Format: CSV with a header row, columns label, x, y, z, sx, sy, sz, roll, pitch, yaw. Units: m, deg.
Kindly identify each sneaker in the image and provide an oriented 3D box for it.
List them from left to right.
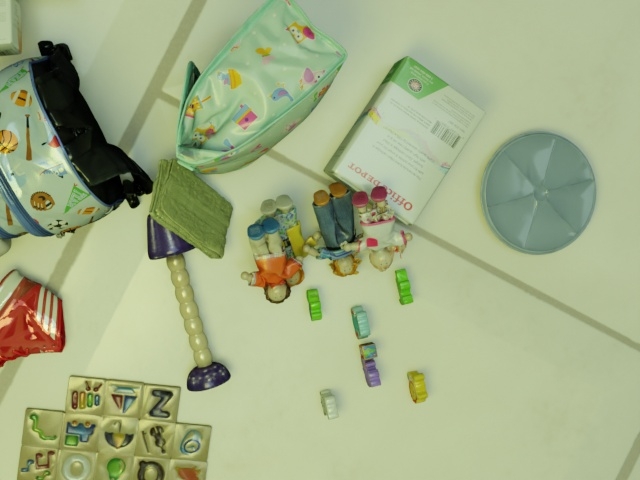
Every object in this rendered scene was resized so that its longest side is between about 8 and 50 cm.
label,x,y,z,sx,sy,sz,roll,pitch,yaw
sneaker,-0.455,0.165,1.291,0.128,0.087,0.221,30,90,-10

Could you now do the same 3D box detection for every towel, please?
label,x,y,z,sx,sy,sz,roll,pitch,yaw
towel,-0.190,-0.046,1.302,0.148,0.027,0.110,37,47,-37

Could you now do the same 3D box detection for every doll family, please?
label,x,y,z,sx,sy,sz,roll,pitch,yaw
doll family,0.000,0.000,1.335,0.262,0.118,0.163,-16,127,-6

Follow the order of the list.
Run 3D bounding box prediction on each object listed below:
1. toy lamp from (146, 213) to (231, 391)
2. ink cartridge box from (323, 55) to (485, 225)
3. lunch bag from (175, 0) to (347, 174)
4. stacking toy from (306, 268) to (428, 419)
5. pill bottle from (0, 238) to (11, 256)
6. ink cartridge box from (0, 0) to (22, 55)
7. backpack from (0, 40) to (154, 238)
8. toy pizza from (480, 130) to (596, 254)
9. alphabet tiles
label,x,y,z,sx,sy,sz,roll,pitch,yaw
toy lamp,-0.203,0.087,1.335,0.080,0.080,0.275,-14,99,-9
ink cartridge box,0.127,-0.150,1.365,0.154,0.093,0.212,33,87,-10
lunch bag,-0.107,-0.201,1.254,0.160,0.223,0.262,44,88,-4
stacking toy,0.072,0.167,1.404,0.166,0.052,0.221,-11,94,-11
pill bottle,-0.592,0.014,1.216,0.283,0.160,0.160,-30,99,-6
ink cartridge box,-0.484,-0.335,1.195,0.145,0.045,0.179,-5,76,1
backpack,-0.380,-0.124,1.191,0.213,0.263,0.277,-32,100,-6
toy pizza,0.354,-0.077,1.441,0.201,0.032,0.201,-1,93,-10
alphabet tiles,-0.325,0.386,1.368,0.285,0.011,0.343,7,93,-11
